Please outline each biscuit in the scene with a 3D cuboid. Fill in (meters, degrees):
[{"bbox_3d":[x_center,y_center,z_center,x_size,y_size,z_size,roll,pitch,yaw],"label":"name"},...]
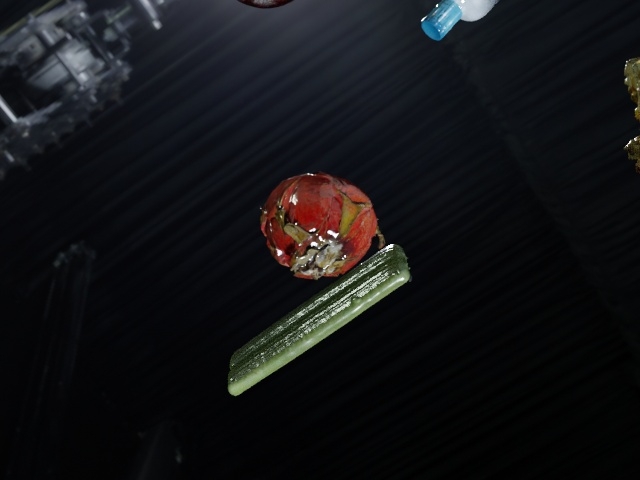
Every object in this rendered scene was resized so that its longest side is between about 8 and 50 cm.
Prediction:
[{"bbox_3d":[-0.012,0.111,1.138,0.038,0.322,0.099,49,-162,-19],"label":"biscuit"}]

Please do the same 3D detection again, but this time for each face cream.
[{"bbox_3d":[0.362,-0.600,1.877,0.080,0.336,0.163,32,167,46],"label":"face cream"}]

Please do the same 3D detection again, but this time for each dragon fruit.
[{"bbox_3d":[-0.004,-0.001,1.498,0.223,0.219,0.148,55,-158,-29],"label":"dragon fruit"}]

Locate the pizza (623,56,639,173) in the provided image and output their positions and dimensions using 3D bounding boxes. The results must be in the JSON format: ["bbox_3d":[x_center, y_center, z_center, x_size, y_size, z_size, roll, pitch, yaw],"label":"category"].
[{"bbox_3d":[0.683,-0.104,1.453,0.440,0.406,0.130,30,172,14],"label":"pizza"}]

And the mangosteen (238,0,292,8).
[{"bbox_3d":[-0.091,-0.514,1.377,0.211,0.211,0.250,57,170,-3],"label":"mangosteen"}]
